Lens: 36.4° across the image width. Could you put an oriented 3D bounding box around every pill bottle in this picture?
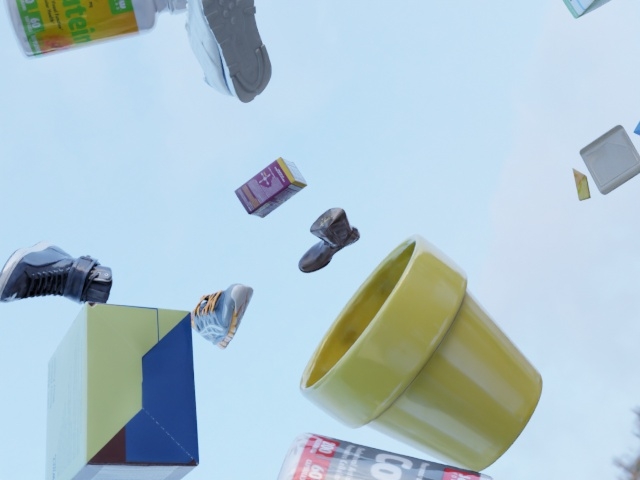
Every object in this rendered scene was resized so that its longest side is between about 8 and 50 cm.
[{"bbox_3d":[-0.304,-0.341,1.341,0.245,0.136,0.136,-15,-50,-8],"label":"pill bottle"},{"bbox_3d":[0.096,0.305,0.997,0.161,0.283,0.161,10,-90,-78],"label":"pill bottle"}]

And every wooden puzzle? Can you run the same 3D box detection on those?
[{"bbox_3d":[0.381,-0.105,1.274,0.116,0.079,0.014,-29,-26,31],"label":"wooden puzzle"}]

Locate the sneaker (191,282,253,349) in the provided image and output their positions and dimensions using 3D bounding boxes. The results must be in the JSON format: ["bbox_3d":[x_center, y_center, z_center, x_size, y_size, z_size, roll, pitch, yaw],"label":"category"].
[{"bbox_3d":[-0.170,0.121,1.617,0.084,0.083,0.215,-64,5,-30],"label":"sneaker"}]

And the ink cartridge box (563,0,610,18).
[{"bbox_3d":[0.325,-0.400,1.125,0.097,0.189,0.255,-31,-5,-8],"label":"ink cartridge box"}]

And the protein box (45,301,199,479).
[{"bbox_3d":[-0.251,0.211,1.209,0.135,0.200,0.201,8,-31,-26],"label":"protein box"}]

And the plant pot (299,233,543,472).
[{"bbox_3d":[0.140,0.160,1.236,0.254,0.239,0.254,-53,4,6],"label":"plant pot"}]

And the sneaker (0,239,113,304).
[{"bbox_3d":[-0.452,0.075,1.682,0.226,0.163,0.086,-56,-9,-71],"label":"sneaker"}]

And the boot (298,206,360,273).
[{"bbox_3d":[0.000,0.000,1.339,0.106,0.037,0.114,-37,-18,4],"label":"boot"}]

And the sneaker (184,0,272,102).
[{"bbox_3d":[-0.133,-0.282,1.202,0.090,0.094,0.235,-34,-46,-31],"label":"sneaker"}]

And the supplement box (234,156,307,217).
[{"bbox_3d":[-0.068,-0.072,1.346,0.083,0.043,0.055,-36,-13,12],"label":"supplement box"}]
